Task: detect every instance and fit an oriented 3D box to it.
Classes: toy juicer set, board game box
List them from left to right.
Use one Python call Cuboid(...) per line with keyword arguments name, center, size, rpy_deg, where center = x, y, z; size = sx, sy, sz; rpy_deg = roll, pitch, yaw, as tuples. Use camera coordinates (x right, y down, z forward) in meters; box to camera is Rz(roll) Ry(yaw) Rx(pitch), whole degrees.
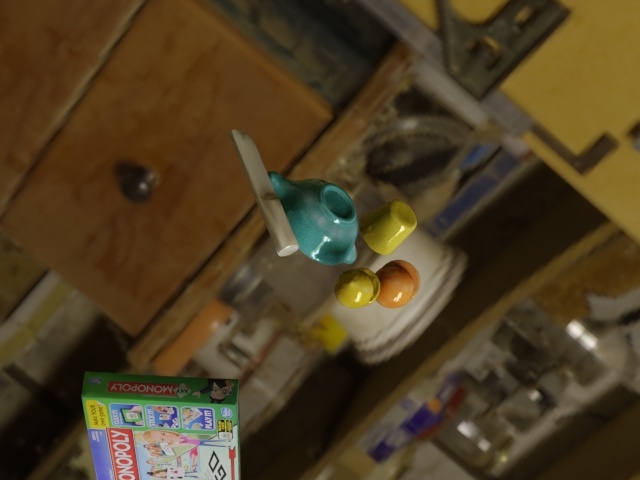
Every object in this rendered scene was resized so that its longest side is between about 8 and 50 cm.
Cuboid(name="board game box", center=(-0.223, 0.298, 1.987), size=(0.317, 0.213, 0.046), rpy_deg=(93, -1, -52))
Cuboid(name="toy juicer set", center=(0.000, 0.000, 1.854), size=(0.089, 0.329, 0.209), rpy_deg=(-38, -136, 35))
